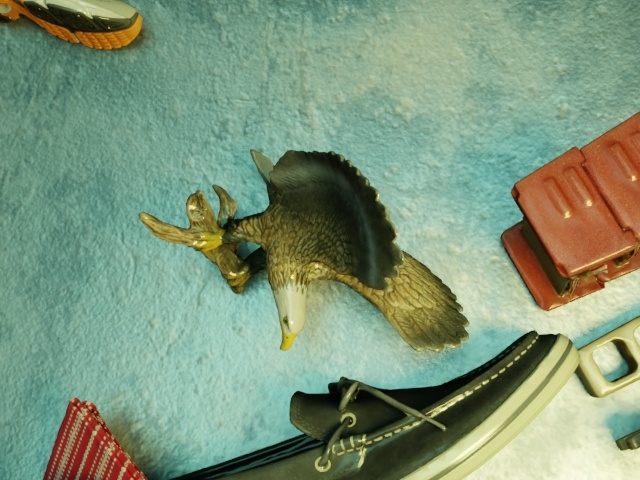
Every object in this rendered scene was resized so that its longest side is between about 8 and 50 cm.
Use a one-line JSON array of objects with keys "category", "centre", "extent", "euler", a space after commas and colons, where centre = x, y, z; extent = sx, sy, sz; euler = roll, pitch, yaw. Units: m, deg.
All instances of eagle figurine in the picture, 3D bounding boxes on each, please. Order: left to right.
[{"category": "eagle figurine", "centre": [0.001, 0.011, 0.980], "extent": [0.298, 0.226, 0.225], "euler": [-4, 103, 30]}]

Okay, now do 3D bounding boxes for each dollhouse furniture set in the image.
[{"category": "dollhouse furniture set", "centre": [0.340, 0.088, 0.934], "extent": [0.152, 0.201, 0.374], "euler": [-27, 75, 0]}]

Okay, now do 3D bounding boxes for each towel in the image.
[{"category": "towel", "centre": [-0.210, 0.318, 0.945], "extent": [0.275, 0.031, 0.198], "euler": [38, 114, 36]}]

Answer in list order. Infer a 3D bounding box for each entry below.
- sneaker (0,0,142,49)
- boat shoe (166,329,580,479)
[{"category": "sneaker", "centre": [-0.341, -0.333, 1.169], "extent": [0.263, 0.099, 0.121], "euler": [18, 75, 9]}, {"category": "boat shoe", "centre": [0.034, 0.213, 0.954], "extent": [0.500, 0.187, 0.156], "euler": [-30, 81, 5]}]
